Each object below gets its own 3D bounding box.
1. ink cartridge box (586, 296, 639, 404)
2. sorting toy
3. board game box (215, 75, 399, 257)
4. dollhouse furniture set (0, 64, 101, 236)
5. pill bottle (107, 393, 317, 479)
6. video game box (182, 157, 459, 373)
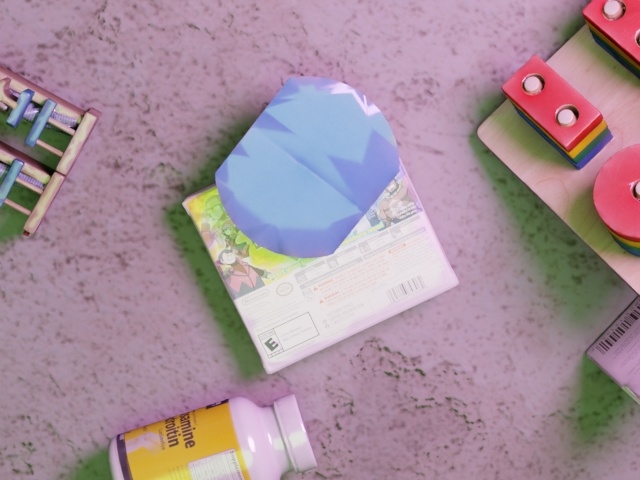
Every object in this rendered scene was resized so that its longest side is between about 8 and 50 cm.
[{"bbox_3d":[0.389,0.041,1.387,0.066,0.261,0.296,42,94,-9],"label":"ink cartridge box"},{"bbox_3d":[0.305,-0.115,1.375,0.257,0.089,0.255,-44,62,3],"label":"sorting toy"},{"bbox_3d":[-0.011,-0.068,1.414,0.133,0.033,0.168,37,99,-11],"label":"board game box"},{"bbox_3d":[-0.287,-0.081,1.359,0.129,0.183,0.129,28,96,-8],"label":"dollhouse furniture set"},{"bbox_3d":[-0.101,0.208,1.459,0.184,0.103,0.103,-18,100,-1],"label":"pill bottle"},{"bbox_3d":[0.000,0.000,1.462,0.205,0.048,0.187,-25,101,0],"label":"video game box"}]
